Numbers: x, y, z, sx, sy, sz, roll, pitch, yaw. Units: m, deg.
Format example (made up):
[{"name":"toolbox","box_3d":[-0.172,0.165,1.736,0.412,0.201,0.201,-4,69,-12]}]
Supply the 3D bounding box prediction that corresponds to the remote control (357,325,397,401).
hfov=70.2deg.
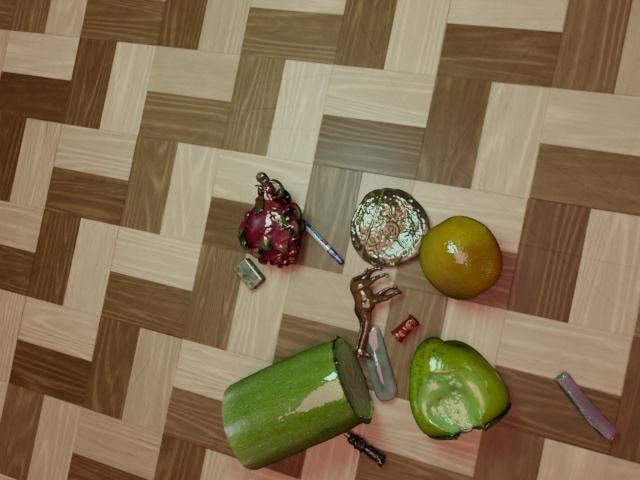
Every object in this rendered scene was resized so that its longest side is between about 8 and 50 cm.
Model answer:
[{"name":"remote control","box_3d":[0.173,0.377,1.390,0.073,0.044,0.229,-17,83,14]}]

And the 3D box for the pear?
[{"name":"pear","box_3d":[0.370,0.399,1.288,0.293,0.159,0.292,-1,84,14]}]

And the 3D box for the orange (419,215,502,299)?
[{"name":"orange","box_3d":[0.389,0.048,1.272,0.236,0.236,0.236,-1,87,13]}]

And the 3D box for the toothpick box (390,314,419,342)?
[{"name":"toothpick box","box_3d":[0.257,0.264,1.374,0.047,0.047,0.083,45,97,11]}]

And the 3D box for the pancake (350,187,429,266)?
[{"name":"pancake","box_3d":[0.212,-0.038,1.403,0.250,0.031,0.250,-2,83,14]}]

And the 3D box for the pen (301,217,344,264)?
[{"name":"pen","box_3d":[0.000,0.000,1.460,0.204,0.025,0.025,45,97,11]}]

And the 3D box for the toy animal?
[{"name":"toy animal","box_3d":[0.149,0.216,1.387,0.230,0.066,0.224,-36,79,-1]}]

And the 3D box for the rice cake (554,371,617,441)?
[{"name":"rice cake","box_3d":[0.733,0.459,1.259,0.047,0.036,0.206,-37,79,4]}]

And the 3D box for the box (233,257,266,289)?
[{"name":"box","box_3d":[-0.232,0.110,1.498,0.062,0.045,0.098,-45,80,8]}]

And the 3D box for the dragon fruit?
[{"name":"dragon fruit","box_3d":[-0.142,-0.056,1.422,0.198,0.218,0.272,21,86,-31]}]

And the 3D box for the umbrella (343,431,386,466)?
[{"name":"umbrella","box_3d":[0.132,0.632,1.389,0.144,0.037,0.040,34,73,12]}]

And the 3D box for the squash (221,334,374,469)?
[{"name":"squash","box_3d":[-0.064,0.473,1.331,0.384,0.263,0.263,-26,82,10]}]
